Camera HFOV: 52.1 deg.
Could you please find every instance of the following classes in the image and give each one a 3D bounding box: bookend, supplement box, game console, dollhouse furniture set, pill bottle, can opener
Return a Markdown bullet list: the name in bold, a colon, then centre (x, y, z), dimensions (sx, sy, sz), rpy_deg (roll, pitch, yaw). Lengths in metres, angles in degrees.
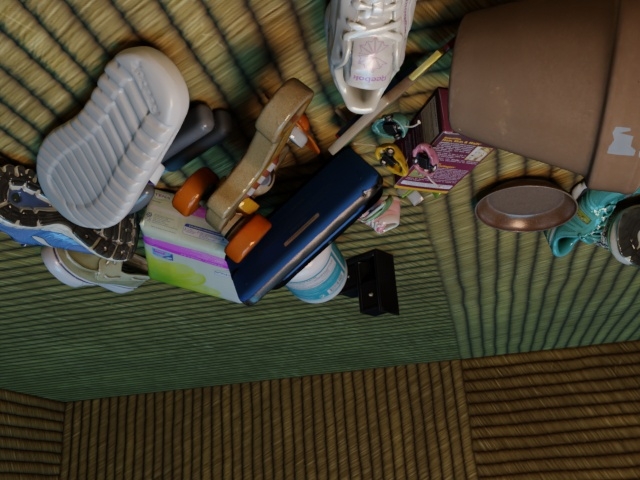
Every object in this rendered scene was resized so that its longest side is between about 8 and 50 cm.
- **bookend**: centre (0.106, 0.122, 1.625), dimensions (0.157, 0.156, 0.072), rpy_deg (-22, 152, 39)
- **supplement box**: centre (0.197, -0.154, 1.053), dimensions (0.104, 0.081, 0.188), rpy_deg (4, 157, -17)
- **game console**: centre (0.000, 0.000, 1.125), dimensions (0.293, 0.250, 0.173), rpy_deg (-43, 118, 5)
- **dollhouse furniture set**: centre (0.153, -0.068, 1.226), dimensions (0.151, 0.058, 0.076), rpy_deg (-39, 180, 22)
- **pill bottle**: centre (-0.036, 0.033, 1.395), dimensions (0.146, 0.146, 0.264), rpy_deg (-8, 157, 11)
- **can opener**: centre (-0.245, -0.124, 1.050), dimensions (0.280, 0.093, 0.074), rpy_deg (-28, 160, 36)

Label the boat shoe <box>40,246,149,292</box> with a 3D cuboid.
- **boat shoe**: centre (-0.480, 0.045, 1.438), dimensions (0.094, 0.109, 0.302), rpy_deg (-26, 162, 12)

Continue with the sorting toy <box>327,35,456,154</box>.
- **sorting toy**: centre (0.075, -0.198, 0.892), dimensions (0.046, 0.132, 0.274), rpy_deg (48, 140, -4)

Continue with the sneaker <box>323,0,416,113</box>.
- **sneaker**: centre (0.069, -0.255, 0.691), dimensions (0.114, 0.152, 0.305), rpy_deg (0, 156, -4)

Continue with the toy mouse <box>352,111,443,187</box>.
- **toy mouse**: centre (0.132, -0.147, 0.978), dimensions (0.161, 0.031, 0.143), rpy_deg (38, 154, 10)

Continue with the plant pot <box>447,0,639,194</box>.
- **plant pot**: centre (0.282, -0.198, 0.798), dimensions (0.229, 0.263, 0.263), rpy_deg (10, 162, 18)

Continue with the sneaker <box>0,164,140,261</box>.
- **sneaker**: centre (-0.477, -0.046, 1.194), dimensions (0.147, 0.130, 0.330), rpy_deg (-3, 160, 40)

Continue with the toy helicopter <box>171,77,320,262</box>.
- **toy helicopter**: centre (-0.072, -0.128, 0.939), dimensions (0.140, 0.235, 0.355), rpy_deg (42, 155, -1)

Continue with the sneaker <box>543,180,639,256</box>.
- **sneaker**: centre (0.556, -0.051, 1.334), dimensions (0.107, 0.110, 0.275), rpy_deg (3, 157, -16)

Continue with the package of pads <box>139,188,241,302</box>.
- **package of pads**: centre (-0.233, 0.021, 1.328), dimensions (0.229, 0.101, 0.296), rpy_deg (16, 156, -5)

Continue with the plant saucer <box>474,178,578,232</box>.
- **plant saucer**: centre (0.413, -0.074, 1.320), dimensions (0.198, 0.036, 0.198), rpy_deg (6, 156, 3)

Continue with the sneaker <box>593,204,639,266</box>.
- **sneaker**: centre (0.759, -0.025, 1.468), dimensions (0.410, 0.158, 0.182), rpy_deg (4, -172, -24)

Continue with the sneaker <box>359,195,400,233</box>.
- **sneaker**: centre (0.096, -0.049, 1.315), dimensions (0.134, 0.070, 0.051), rpy_deg (-3, 160, 0)

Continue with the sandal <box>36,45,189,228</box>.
- **sandal**: centre (-0.295, -0.136, 0.977), dimensions (0.416, 0.169, 0.102), rpy_deg (-27, -172, 45)
